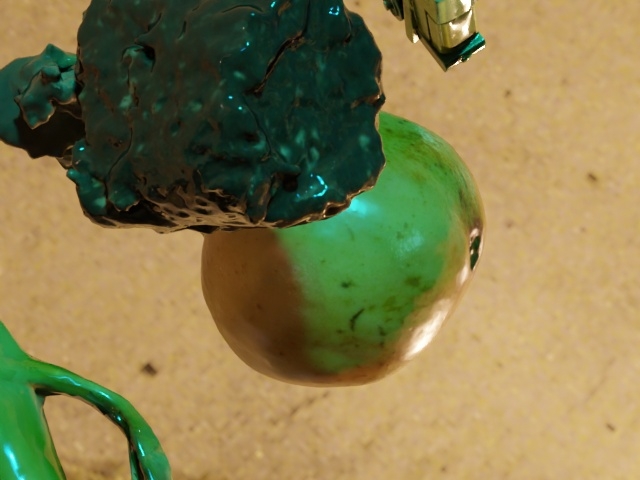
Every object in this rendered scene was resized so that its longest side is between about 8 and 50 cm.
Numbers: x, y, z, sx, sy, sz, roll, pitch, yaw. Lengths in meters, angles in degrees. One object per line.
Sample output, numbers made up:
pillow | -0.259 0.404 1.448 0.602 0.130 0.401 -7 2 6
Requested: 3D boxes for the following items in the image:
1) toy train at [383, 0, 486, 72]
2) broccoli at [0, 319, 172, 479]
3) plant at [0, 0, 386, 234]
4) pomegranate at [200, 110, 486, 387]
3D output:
toy train | 0.072 -0.163 1.129 0.050 0.081 0.122 -35 157 -7
broccoli | -0.155 0.157 0.771 0.254 0.302 0.186 -47 146 10
plant | -0.068 -0.068 0.891 0.142 0.203 0.131 -1 98 -37
pomegranate | 0.000 0.000 1.103 0.196 0.196 0.196 -27 139 -27
